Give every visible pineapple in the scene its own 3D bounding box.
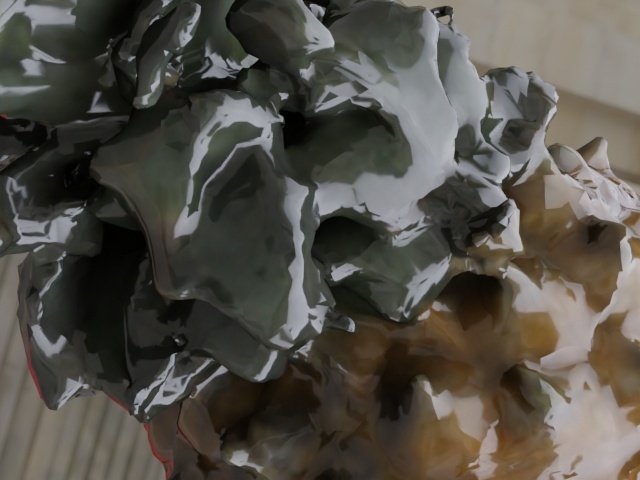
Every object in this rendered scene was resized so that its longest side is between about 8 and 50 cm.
[{"bbox_3d":[0.000,0.000,0.425,0.169,0.340,0.169,-29,-156,14],"label":"pineapple"}]
